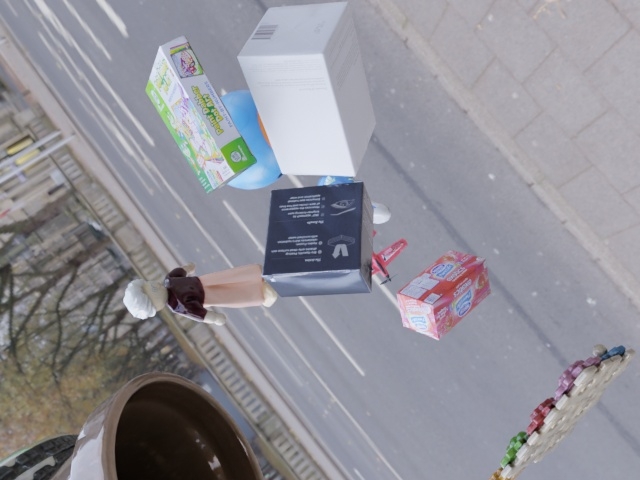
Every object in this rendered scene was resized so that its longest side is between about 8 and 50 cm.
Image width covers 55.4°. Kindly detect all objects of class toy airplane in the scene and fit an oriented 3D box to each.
[{"bbox_3d":[0.109,0.033,1.288,0.151,0.151,0.028,41,179,34],"label":"toy airplane"}]

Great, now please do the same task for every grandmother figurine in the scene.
[{"bbox_3d":[-0.284,0.116,1.414,0.208,0.342,0.104,39,126,47],"label":"grandmother figurine"}]

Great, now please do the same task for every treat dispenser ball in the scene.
[{"bbox_3d":[-0.212,-0.294,1.787,0.288,0.288,0.288,46,162,20],"label":"treat dispenser ball"}]

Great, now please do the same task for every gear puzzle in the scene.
[{"bbox_3d":[0.354,0.291,0.961,0.044,0.175,0.339,47,128,35],"label":"gear puzzle"}]

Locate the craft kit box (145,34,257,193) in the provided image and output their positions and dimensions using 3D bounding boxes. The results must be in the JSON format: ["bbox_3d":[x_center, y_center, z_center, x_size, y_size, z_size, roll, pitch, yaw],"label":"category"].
[{"bbox_3d":[-0.231,-0.220,1.143,0.247,0.061,0.250,62,159,-6],"label":"craft kit box"}]

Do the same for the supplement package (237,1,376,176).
[{"bbox_3d":[-0.015,-0.293,1.219,0.175,0.178,0.293,4,140,22],"label":"supplement package"}]

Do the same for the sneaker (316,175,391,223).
[{"bbox_3d":[0.070,-0.113,1.466,0.240,0.126,0.091,9,169,36],"label":"sneaker"}]

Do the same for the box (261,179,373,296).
[{"bbox_3d":[0.000,0.000,0.973,0.155,0.158,0.093,-4,152,16],"label":"box"}]

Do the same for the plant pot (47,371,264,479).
[{"bbox_3d":[-0.222,0.317,0.690,0.263,0.229,0.263,51,-164,-22],"label":"plant pot"}]

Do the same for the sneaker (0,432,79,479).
[{"bbox_3d":[-0.516,0.405,0.851,0.182,0.410,0.158,10,128,48],"label":"sneaker"}]

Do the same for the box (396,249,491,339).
[{"bbox_3d":[0.347,0.145,1.698,0.128,0.256,0.123,16,130,45],"label":"box"}]
